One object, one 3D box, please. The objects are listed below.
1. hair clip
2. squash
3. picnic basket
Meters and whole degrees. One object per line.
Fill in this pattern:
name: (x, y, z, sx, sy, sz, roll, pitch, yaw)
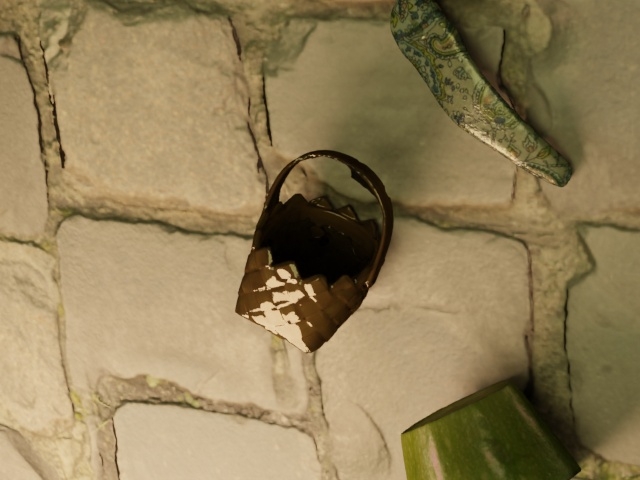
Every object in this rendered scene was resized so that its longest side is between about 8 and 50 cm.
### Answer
hair clip: (0.141, -0.131, 1.522, 0.229, 0.036, 0.066, 47, 131, 1)
squash: (0.152, 0.212, 1.600, 0.170, 0.170, 0.123, -27, 86, 34)
picnic basket: (0.000, 0.000, 1.591, 0.128, 0.138, 0.178, 30, 123, 11)
